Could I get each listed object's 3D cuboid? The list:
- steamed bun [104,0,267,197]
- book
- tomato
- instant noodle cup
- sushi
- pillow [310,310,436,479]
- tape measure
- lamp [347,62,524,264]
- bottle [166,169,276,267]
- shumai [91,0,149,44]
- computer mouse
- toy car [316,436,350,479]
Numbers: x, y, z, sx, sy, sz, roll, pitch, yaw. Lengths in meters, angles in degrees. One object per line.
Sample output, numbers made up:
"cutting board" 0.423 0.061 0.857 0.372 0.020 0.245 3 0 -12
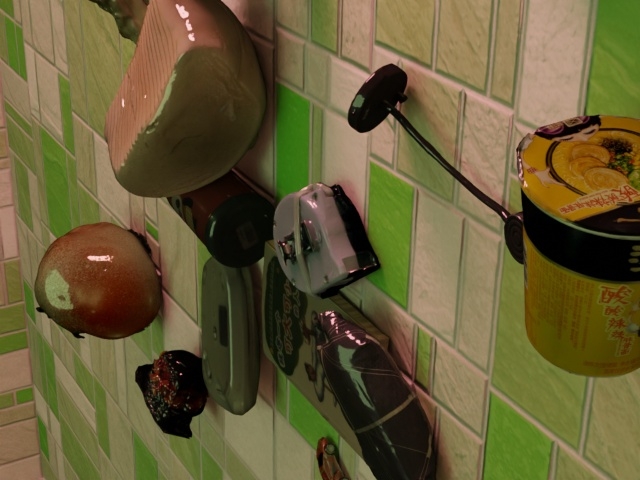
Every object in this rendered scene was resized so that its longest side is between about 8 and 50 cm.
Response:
"steamed bun" -0.225 -0.257 2.080 0.383 0.236 0.247 -59 38 37
"book" -0.001 0.186 2.052 0.371 0.043 0.260 40 136 48
"tomato" -0.522 0.089 2.782 0.303 0.303 0.239 43 122 48
"instant noodle cup" 0.301 0.015 1.247 0.215 0.215 0.236 48 148 43
"sushi" -0.313 0.320 2.601 0.150 0.153 0.172 -59 25 30
"pillow" 0.084 0.259 1.836 0.335 0.092 0.161 63 149 1
"tape measure" -0.003 0.001 1.906 0.181 0.107 0.182 -42 67 52
"lamp" 0.152 -0.089 1.565 0.371 0.108 0.130 59 151 30
"bottle" -0.209 -0.081 2.229 0.336 0.144 0.144 43 138 51
"shumai" -0.335 -0.471 2.208 0.204 0.222 0.272 63 -170 29
"computer mouse" -0.172 0.184 2.325 0.197 0.095 0.331 13 104 59
"toy car" 0.018 0.417 2.125 0.122 0.035 0.059 64 154 20
